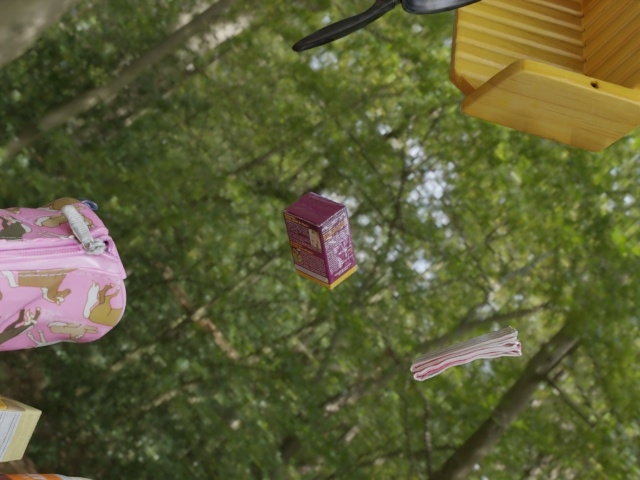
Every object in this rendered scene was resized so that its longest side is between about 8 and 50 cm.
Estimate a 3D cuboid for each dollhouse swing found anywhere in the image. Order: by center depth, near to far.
[{"bbox_3d":[0.396,-0.370,1.445,0.315,0.347,0.305,15,-37,-6],"label":"dollhouse swing"}]

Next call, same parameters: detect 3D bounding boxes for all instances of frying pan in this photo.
[{"bbox_3d":[0.136,-0.314,1.232,0.197,0.326,0.053,-6,78,-64],"label":"frying pan"}]

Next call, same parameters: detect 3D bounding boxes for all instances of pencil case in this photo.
[{"bbox_3d":[-0.366,0.039,0.880,0.160,0.386,0.167,35,-65,35],"label":"pencil case"}]

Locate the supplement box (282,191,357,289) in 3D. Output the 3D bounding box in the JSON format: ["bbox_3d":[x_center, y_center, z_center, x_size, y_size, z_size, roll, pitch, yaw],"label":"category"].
[{"bbox_3d":[0.000,0.000,1.006,0.055,0.043,0.083,25,-41,39],"label":"supplement box"}]

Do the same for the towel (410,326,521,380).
[{"bbox_3d":[0.194,0.152,1.297,0.197,0.144,0.029,16,56,-81],"label":"towel"}]

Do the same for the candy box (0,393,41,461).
[{"bbox_3d":[-0.512,0.238,1.348,0.182,0.088,0.316,21,-12,-1],"label":"candy box"}]

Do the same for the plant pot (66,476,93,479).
[{"bbox_3d":[-0.431,0.511,1.475,0.334,0.334,0.305,50,-53,-3],"label":"plant pot"}]

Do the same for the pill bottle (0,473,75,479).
[{"bbox_3d":[-0.334,0.332,0.910,0.392,0.224,0.224,9,9,-36],"label":"pill bottle"}]
